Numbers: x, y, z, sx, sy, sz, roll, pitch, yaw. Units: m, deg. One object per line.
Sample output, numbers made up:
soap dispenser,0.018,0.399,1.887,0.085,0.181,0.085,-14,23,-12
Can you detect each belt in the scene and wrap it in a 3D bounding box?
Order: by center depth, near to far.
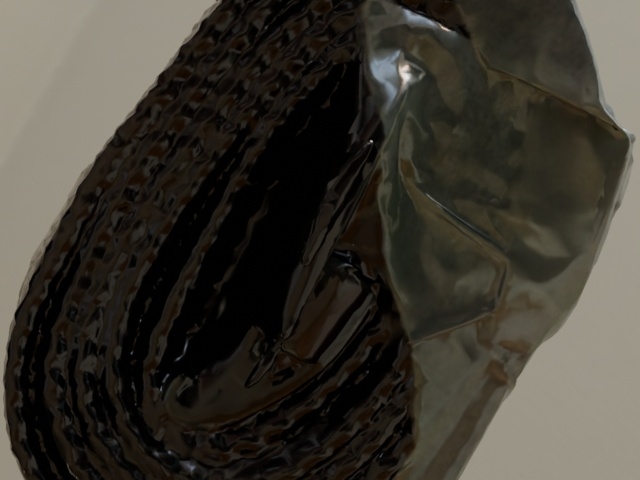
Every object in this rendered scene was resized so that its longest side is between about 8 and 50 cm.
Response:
belt,0.000,0.000,0.712,0.184,0.164,0.289,32,-91,-3
